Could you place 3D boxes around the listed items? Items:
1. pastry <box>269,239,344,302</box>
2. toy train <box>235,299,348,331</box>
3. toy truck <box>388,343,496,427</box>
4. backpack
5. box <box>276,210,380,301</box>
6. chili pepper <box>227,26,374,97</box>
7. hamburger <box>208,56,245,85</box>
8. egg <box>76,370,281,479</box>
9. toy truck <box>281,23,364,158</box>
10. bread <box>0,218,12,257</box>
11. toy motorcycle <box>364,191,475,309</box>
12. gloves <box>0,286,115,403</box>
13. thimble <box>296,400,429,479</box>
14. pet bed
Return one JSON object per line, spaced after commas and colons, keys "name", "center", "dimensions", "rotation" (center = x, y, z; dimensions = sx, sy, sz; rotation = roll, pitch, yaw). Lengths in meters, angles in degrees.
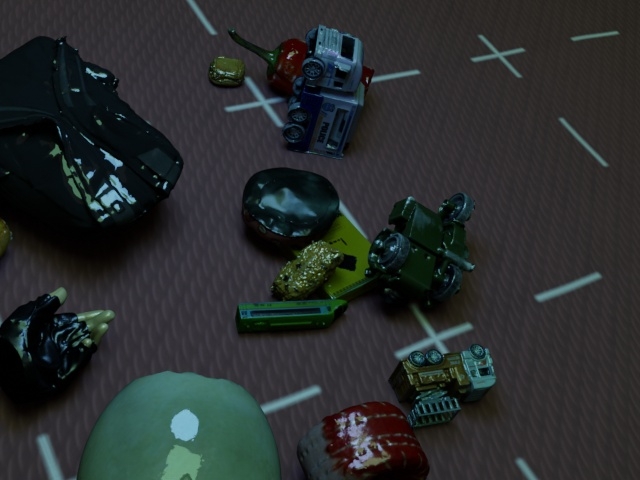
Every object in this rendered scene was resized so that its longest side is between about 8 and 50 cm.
{"name": "pastry", "center": [-0.025, 0.060, 1.629], "dimensions": [0.080, 0.056, 0.140], "rotation": [36, 83, 32]}
{"name": "toy train", "center": [-0.046, 0.138, 1.598], "dimensions": [0.209, 0.044, 0.042], "rotation": [-1, 49, -17]}
{"name": "toy truck", "center": [0.223, 0.252, 1.549], "dimensions": [0.178, 0.080, 0.115], "rotation": [-6, 56, -20]}
{"name": "backpack", "center": [-0.466, -0.176, 1.630], "dimensions": [0.446, 0.254, 0.363], "rotation": [33, 55, 10]}
{"name": "box", "center": [-0.001, -0.001, 1.738], "dimensions": [0.153, 0.041, 0.279], "rotation": [-24, 59, -32]}
{"name": "chili pepper", "center": [-0.052, -0.389, 2.006], "dimensions": [0.338, 0.134, 0.131], "rotation": [19, 32, -4]}
{"name": "hamburger", "center": [-0.213, -0.384, 2.021], "dimensions": [0.083, 0.044, 0.076], "rotation": [8, 46, -12]}
{"name": "egg", "center": [-0.192, 0.351, 1.207], "dimensions": [0.278, 0.278, 0.336], "rotation": [6, 51, -11]}
{"name": "toy truck", "center": [0.018, -0.311, 1.869], "dimensions": [0.155, 0.268, 0.124], "rotation": [13, 48, -7]}
{"name": "bread", "center": [-0.641, 0.036, 1.455], "dimensions": [0.119, 0.152, 0.288], "rotation": [-7, 36, 31]}
{"name": "toy motorcycle", "center": [0.191, 0.007, 1.696], "dimensions": [0.205, 0.127, 0.275], "rotation": [29, 54, -22]}
{"name": "gloves", "center": [-0.423, 0.161, 1.428], "dimensions": [0.203, 0.124, 0.164], "rotation": [-16, 82, -57]}
{"name": "thimble", "center": [0.066, 0.339, 1.367], "dimensions": [0.190, 0.163, 0.125], "rotation": [-4, 48, -28]}
{"name": "pet bed", "center": [-0.060, -0.068, 1.722], "dimensions": [0.201, 0.053, 0.201], "rotation": [8, 47, -9]}
